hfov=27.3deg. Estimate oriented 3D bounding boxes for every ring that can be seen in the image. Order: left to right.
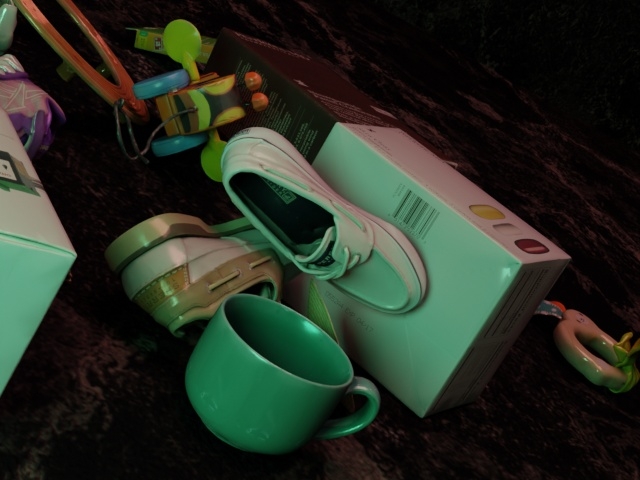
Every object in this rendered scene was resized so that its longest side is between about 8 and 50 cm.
[{"bbox_3d":[-0.332,-0.270,1.648,0.336,0.032,0.336,51,5,-6],"label":"ring"}]

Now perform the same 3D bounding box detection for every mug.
[{"bbox_3d":[-0.040,0.130,1.133,0.158,0.097,0.129,37,19,14],"label":"mug"}]

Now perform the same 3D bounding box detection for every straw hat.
[{"bbox_3d":[-0.017,0.110,1.268,0.061,0.144,0.144,-17,32,-6],"label":"straw hat"}]

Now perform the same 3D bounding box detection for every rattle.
[{"bbox_3d":[0.375,0.100,1.794,0.130,0.143,0.200,1,37,-23],"label":"rattle"}]

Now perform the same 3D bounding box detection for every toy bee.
[{"bbox_3d":[-0.140,-0.155,1.605,0.298,0.162,0.195,-98,172,-56],"label":"toy bee"}]

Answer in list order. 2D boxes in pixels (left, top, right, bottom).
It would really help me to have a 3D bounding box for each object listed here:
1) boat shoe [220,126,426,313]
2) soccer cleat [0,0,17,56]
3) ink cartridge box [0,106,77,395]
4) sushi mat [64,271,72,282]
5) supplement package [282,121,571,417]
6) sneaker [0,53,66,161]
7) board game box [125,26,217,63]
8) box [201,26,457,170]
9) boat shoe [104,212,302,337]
[{"bbox_3d":[0.000,0.000,1.289,0.258,0.095,0.084,37,29,-17],"label":"boat shoe"},{"bbox_3d":[-0.427,-0.303,1.669,0.068,0.076,0.196,14,25,-42],"label":"soccer cleat"},{"bbox_3d":[-0.280,0.005,0.986,0.092,0.160,0.219,16,25,-37],"label":"ink cartridge box"},{"bbox_3d":[-0.349,-0.067,1.283,0.151,0.019,0.316,15,24,-37],"label":"sushi mat"},{"bbox_3d":[0.097,0.026,1.440,0.262,0.204,0.145,39,20,24],"label":"supplement package"},{"bbox_3d":[-0.318,-0.116,1.292,0.104,0.095,0.236,39,17,-1],"label":"sneaker"},{"bbox_3d":[-0.158,-0.286,1.996,0.259,0.039,0.124,17,14,16],"label":"board game box"},{"bbox_3d":[-0.007,-0.139,1.746,0.191,0.143,0.381,15,17,-35],"label":"box"},{"bbox_3d":[-0.093,0.042,1.289,0.103,0.113,0.302,59,24,14],"label":"boat shoe"}]
